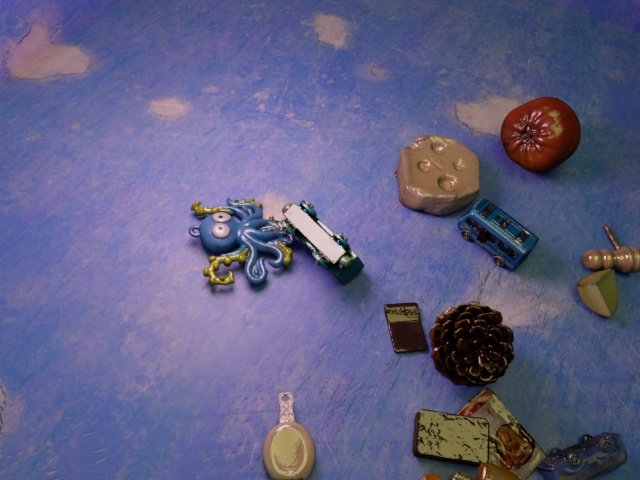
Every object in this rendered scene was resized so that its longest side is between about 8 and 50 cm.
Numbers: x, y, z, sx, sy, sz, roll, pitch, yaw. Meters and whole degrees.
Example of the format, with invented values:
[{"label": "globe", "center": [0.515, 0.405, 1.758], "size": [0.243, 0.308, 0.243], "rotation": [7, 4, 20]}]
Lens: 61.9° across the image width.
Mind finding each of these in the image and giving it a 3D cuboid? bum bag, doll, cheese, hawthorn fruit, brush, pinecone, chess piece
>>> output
[{"label": "bum bag", "center": [0.259, 0.261, 1.618], "size": [0.109, 0.026, 0.159], "rotation": [-4, 58, -10]}, {"label": "doll", "center": [-0.251, -0.016, 1.701], "size": [0.342, 0.098, 0.345], "rotation": [0, 54, -6]}, {"label": "cheese", "center": [0.410, -0.233, 1.906], "size": [0.327, 0.115, 0.318], "rotation": [-31, 65, -24]}, {"label": "cheese", "center": [-0.085, 0.511, 1.396], "size": [0.137, 0.064, 0.227], "rotation": [-1, 56, -8]}, {"label": "hawthorn fruit", "center": [0.835, -0.391, 1.985], "size": [0.298, 0.277, 0.277], "rotation": [-16, 58, -38]}, {"label": "brush", "center": [0.348, 0.523, 1.419], "size": [0.197, 0.059, 0.123], "rotation": [6, 64, 7]}, {"label": "pinecone", "center": [0.427, 0.292, 1.469], "size": [0.247, 0.292, 0.246], "rotation": [0, 88, 3]}, {"label": "chess piece", "center": [0.969, 0.064, 1.788], "size": [0.171, 0.094, 0.094], "rotation": [0, 57, -2]}]

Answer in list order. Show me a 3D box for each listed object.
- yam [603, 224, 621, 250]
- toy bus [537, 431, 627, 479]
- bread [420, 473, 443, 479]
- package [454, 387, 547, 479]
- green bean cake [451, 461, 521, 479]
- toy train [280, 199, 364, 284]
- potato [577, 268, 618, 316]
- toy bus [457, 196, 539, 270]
[{"label": "yam", "center": [1.029, -0.006, 1.878], "size": [0.021, 0.021, 0.116], "rotation": [-6, 59, -10]}, {"label": "toy bus", "center": [0.700, 0.586, 1.420], "size": [0.237, 0.079, 0.094], "rotation": [-15, 84, -16]}, {"label": "bread", "center": [0.284, 0.642, 1.358], "size": [0.081, 0.046, 0.083], "rotation": [39, 64, 23]}, {"label": "package", "center": [0.486, 0.539, 1.456], "size": [0.154, 0.030, 0.239], "rotation": [-31, 66, -21]}, {"label": "green bean cake", "center": [0.378, 0.654, 1.249], "size": [0.124, 0.236, 0.232], "rotation": [21, 59, 4]}, {"label": "toy train", "center": [0.000, 0.000, 1.672], "size": [0.120, 0.194, 0.298], "rotation": [-44, 64, -1]}, {"label": "potato", "center": [0.907, 0.173, 1.734], "size": [0.149, 0.081, 0.120], "rotation": [-24, 92, -38]}, {"label": "toy bus", "center": [0.588, -0.026, 1.777], "size": [0.114, 0.134, 0.246], "rotation": [-38, 69, -26]}]
